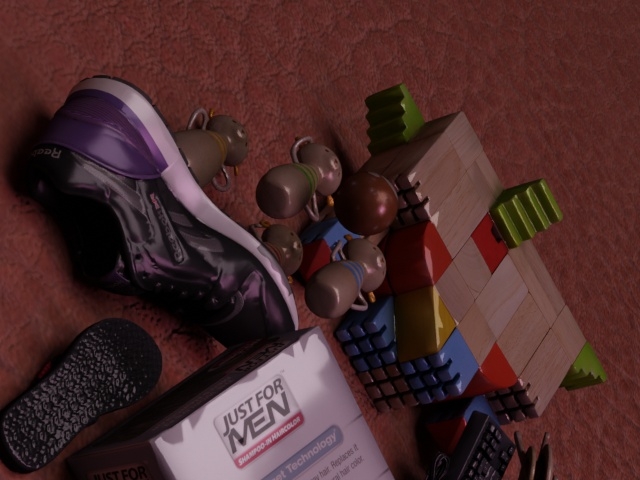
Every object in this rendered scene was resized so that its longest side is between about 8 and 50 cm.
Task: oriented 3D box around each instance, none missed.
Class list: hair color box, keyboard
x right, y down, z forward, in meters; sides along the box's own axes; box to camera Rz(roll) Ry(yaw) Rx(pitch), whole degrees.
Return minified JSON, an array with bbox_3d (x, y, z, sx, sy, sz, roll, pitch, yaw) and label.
[{"bbox_3d":[-0.013,0.275,1.375,0.185,0.114,0.374,-33,101,-41],"label":"hair color box"},{"bbox_3d":[0.125,0.250,1.726,0.108,0.023,0.180,45,64,-40],"label":"keyboard"}]

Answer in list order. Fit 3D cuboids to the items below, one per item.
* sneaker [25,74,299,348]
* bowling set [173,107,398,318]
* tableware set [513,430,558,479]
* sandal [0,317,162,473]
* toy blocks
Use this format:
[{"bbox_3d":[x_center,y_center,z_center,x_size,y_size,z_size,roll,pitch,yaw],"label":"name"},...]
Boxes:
[{"bbox_3d":[-0.134,0.016,1.454,0.283,0.107,0.124,52,45,-23],"label":"sneaker"},{"bbox_3d":[0.000,0.000,1.592,0.287,0.200,0.154,69,25,-7],"label":"bowling set"},{"bbox_3d":[0.187,0.287,1.792,0.128,0.039,0.194,-80,-178,-75],"label":"tableware set"},{"bbox_3d":[-0.182,0.111,1.338,0.179,0.040,0.067,-37,99,-48],"label":"sandal"},{"bbox_3d":[0.119,0.063,1.819,0.381,0.191,0.261,60,39,-16],"label":"toy blocks"}]
